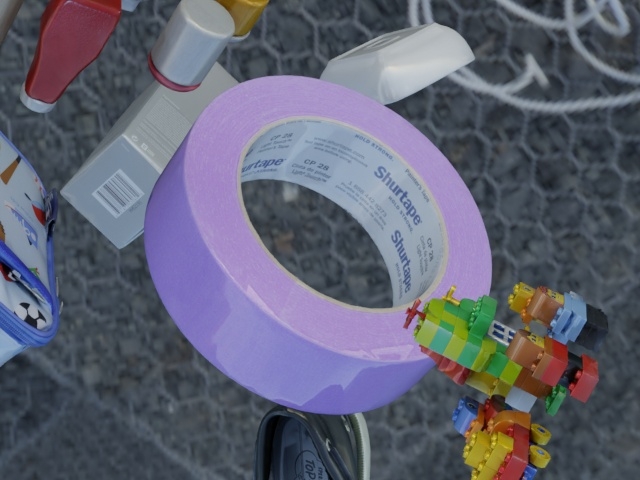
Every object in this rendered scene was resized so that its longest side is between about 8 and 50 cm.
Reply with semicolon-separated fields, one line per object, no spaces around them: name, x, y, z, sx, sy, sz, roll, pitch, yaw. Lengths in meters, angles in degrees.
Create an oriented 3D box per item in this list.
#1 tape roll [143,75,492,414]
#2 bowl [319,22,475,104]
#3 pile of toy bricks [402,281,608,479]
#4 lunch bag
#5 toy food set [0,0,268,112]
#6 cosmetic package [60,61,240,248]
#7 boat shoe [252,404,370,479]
tape roll;0.000;0.000;1.213;0.275;0.274;0.090;13;140;-23
bowl;0.072;-0.184;1.568;0.142;0.142;0.053;-29;104;-33
pile of toy bricks;0.099;0.065;0.906;0.105;0.212;0.118;26;108;1
lunch bag;-0.316;-0.034;1.152;0.115;0.243;0.303;-32;128;13
toy food set;-0.155;-0.146;0.968;0.232;0.111;0.104;15;133;-27
cosmetic package;-0.183;-0.112;1.706;0.107;0.238;0.127;45;127;-10
boat shoe;-0.005;0.297;1.296;0.127;0.340;0.113;-3;170;20
